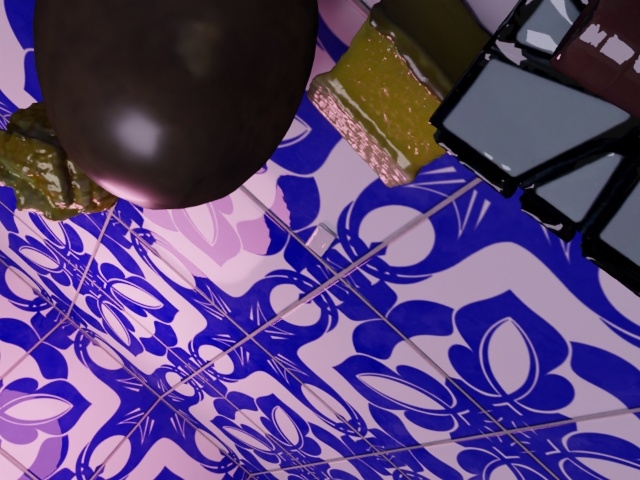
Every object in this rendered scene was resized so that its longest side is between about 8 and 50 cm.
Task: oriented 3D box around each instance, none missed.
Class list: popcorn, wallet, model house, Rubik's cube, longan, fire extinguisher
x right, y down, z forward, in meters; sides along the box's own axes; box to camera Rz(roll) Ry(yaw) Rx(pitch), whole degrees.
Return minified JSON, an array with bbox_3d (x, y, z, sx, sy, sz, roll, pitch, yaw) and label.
[{"bbox_3d":[-0.542,-0.164,1.240,0.282,0.282,0.246,14,125,30],"label":"popcorn"},{"bbox_3d":[0.000,0.000,1.155,0.044,0.011,0.083,37,143,1],"label":"wallet"},{"bbox_3d":[0.095,-0.180,0.745,0.193,0.174,0.234,45,140,-9],"label":"model house"},{"bbox_3d":[0.309,-0.164,0.489,0.288,0.283,0.293,38,144,-1],"label":"Rubik's cube"},{"bbox_3d":[-0.177,-0.240,0.737,0.336,0.404,0.404,18,151,-26],"label":"longan"},{"bbox_3d":[0.259,-0.085,0.335,0.231,0.071,0.099,32,113,6],"label":"fire extinguisher"}]
